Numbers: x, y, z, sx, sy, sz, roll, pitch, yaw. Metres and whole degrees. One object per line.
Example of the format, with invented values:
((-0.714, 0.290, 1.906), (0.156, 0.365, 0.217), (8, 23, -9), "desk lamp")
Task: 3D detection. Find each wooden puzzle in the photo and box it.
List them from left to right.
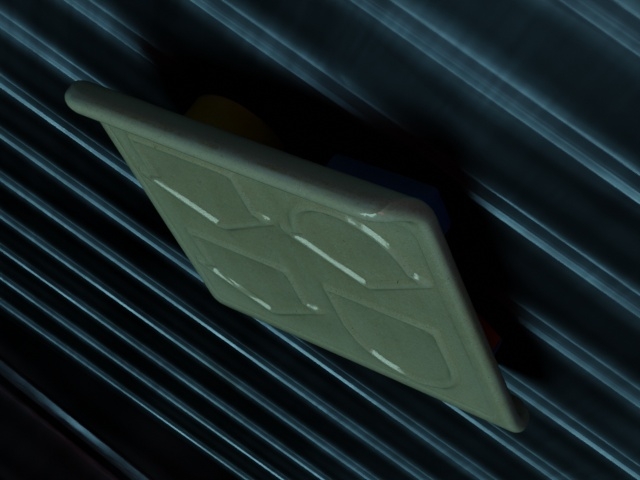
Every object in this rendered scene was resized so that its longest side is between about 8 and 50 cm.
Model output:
((0.000, 0.000, 1.194), (0.322, 0.080, 0.348), (22, 160, 33), "wooden puzzle")
